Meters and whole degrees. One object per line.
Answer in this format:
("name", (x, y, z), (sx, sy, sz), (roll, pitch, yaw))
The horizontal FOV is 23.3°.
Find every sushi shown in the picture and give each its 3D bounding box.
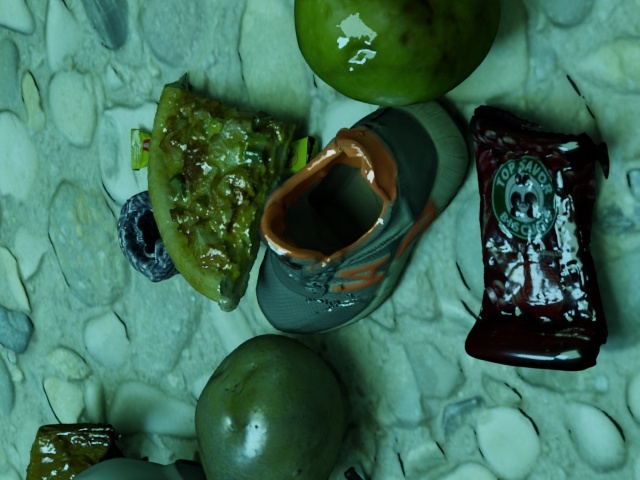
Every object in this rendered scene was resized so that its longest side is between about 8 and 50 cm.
("sushi", (-0.295, 0.293, 1.939), (0.140, 0.149, 0.287), (19, 125, -1))

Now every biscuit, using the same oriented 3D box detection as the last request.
("biscuit", (0.192, 0.000, 1.394), (0.151, 0.063, 0.235), (9, 108, 42))
("biscuit", (-0.109, -0.095, 1.686), (0.292, 0.026, 0.048), (5, 89, 43))

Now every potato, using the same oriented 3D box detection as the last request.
("potato", (-0.058, 0.200, 1.650), (0.160, 0.177, 0.235), (28, 152, -6))

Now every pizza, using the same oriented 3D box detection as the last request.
("pizza", (-0.108, -0.069, 1.616), (0.197, 0.058, 0.292), (-32, 58, 34))

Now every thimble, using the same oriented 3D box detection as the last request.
("thimble", (-0.179, -0.013, 1.757), (0.095, 0.066, 0.104), (29, 121, 33))

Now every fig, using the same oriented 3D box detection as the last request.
("fig", (0.057, -0.199, 1.372), (0.181, 0.181, 0.191), (66, 158, 3))

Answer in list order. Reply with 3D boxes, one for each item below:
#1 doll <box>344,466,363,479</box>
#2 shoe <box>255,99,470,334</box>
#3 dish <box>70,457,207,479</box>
("doll", (0.083, 0.327, 1.638), (0.139, 0.057, 0.165), (2, 111, 41))
("shoe", (0.000, 0.000, 1.507), (0.132, 0.171, 0.336), (53, 134, 16))
("dish", (-0.126, 0.338, 1.730), (0.324, 0.324, 0.124), (40, 88, 27))
